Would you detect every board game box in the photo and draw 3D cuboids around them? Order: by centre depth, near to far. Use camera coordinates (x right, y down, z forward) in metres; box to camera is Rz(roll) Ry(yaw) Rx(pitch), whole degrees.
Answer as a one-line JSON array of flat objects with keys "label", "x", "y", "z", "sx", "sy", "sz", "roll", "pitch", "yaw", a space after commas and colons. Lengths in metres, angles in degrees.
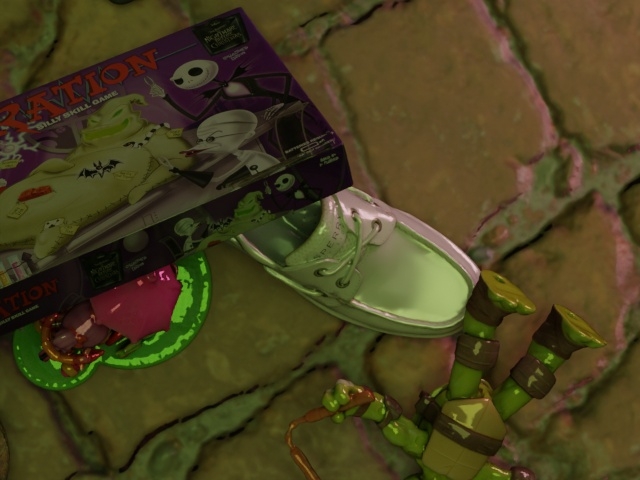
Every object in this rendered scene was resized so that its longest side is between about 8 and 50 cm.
[{"label": "board game box", "x": -0.174, "y": -0.044, "z": 1.445, "sx": 0.347, "sy": 0.208, "sz": 0.056, "roll": -24, "pitch": 128, "yaw": -11}]

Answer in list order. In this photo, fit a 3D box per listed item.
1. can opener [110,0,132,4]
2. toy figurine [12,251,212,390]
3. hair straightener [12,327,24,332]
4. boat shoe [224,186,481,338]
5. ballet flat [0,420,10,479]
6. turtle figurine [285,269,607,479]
[{"label": "can opener", "x": -0.179, "y": -0.326, "z": 1.536, "sx": 0.093, "sy": 0.074, "sz": 0.280, "roll": -20, "pitch": 89, "yaw": -3}, {"label": "toy figurine", "x": -0.164, "y": 0.048, "z": 1.484, "sx": 0.173, "sy": 0.159, "sz": 0.130, "roll": -38, "pitch": 91, "yaw": -3}, {"label": "hair straightener", "x": -0.264, "y": 0.051, "z": 1.485, "sx": 0.089, "sy": 0.047, "sz": 0.230, "roll": 23, "pitch": 53, "yaw": -9}, {"label": "boat shoe", "x": 0.000, "y": 0.000, "z": 1.525, "sx": 0.277, "sy": 0.096, "sz": 0.098, "roll": 24, "pitch": 88, "yaw": -2}, {"label": "ballet flat", "x": -0.313, "y": 0.287, "z": 1.491, "sx": 0.123, "sy": 0.123, "sz": 0.348, "roll": 12, "pitch": 88, "yaw": -3}, {"label": "turtle figurine", "x": 0.127, "y": 0.144, "z": 1.532, "sx": 0.269, "sy": 0.087, "sz": 0.217, "roll": 30, "pitch": 103, "yaw": -7}]
